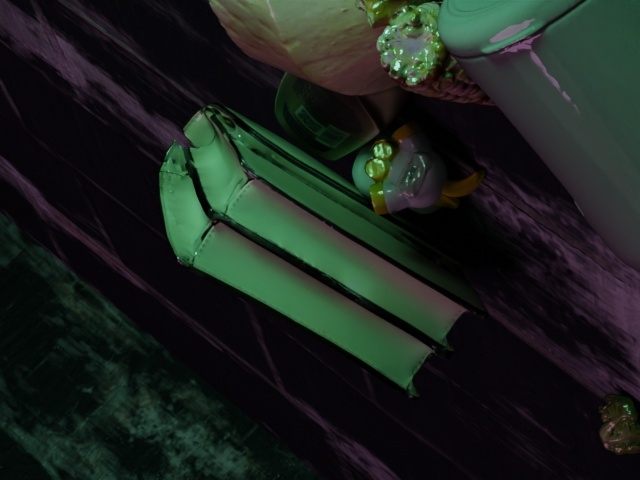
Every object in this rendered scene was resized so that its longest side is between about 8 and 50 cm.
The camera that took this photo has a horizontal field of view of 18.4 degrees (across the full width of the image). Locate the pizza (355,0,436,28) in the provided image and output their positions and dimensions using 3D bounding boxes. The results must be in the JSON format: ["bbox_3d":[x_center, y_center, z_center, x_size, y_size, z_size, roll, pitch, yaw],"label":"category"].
[{"bbox_3d":[0.099,-0.269,1.536,0.127,0.246,0.058,27,-160,-30],"label":"pizza"}]

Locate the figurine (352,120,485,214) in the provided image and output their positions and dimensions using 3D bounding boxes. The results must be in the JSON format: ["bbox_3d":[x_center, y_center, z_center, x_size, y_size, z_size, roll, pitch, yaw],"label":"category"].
[{"bbox_3d":[0.102,-0.065,2.195,0.130,0.109,0.178,17,171,-8],"label":"figurine"}]

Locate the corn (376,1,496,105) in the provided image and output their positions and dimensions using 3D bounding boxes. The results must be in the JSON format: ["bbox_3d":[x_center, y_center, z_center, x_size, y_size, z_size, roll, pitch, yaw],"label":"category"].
[{"bbox_3d":[0.147,-0.154,1.633,0.092,0.092,0.280,37,-159,27],"label":"corn"}]

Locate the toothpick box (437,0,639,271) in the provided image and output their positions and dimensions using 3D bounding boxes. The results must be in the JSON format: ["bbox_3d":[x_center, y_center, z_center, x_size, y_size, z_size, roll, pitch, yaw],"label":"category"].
[{"bbox_3d":[0.266,-0.112,1.491,0.316,0.229,0.229,49,163,-18],"label":"toothpick box"}]

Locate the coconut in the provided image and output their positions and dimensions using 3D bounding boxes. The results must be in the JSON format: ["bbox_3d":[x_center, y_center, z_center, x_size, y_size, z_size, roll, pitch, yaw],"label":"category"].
[{"bbox_3d":[0.022,-0.249,1.700,0.259,0.259,0.259,41,163,15],"label":"coconut"}]

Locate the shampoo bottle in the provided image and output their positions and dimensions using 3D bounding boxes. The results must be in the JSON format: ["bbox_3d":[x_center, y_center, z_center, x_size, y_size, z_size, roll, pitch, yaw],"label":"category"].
[{"bbox_3d":[0.034,-0.173,2.110,0.125,0.084,0.350,42,163,-2],"label":"shampoo bottle"}]

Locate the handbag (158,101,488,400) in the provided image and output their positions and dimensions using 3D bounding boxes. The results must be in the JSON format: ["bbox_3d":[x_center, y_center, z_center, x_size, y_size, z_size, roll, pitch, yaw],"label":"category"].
[{"bbox_3d":[0.000,0.000,2.265,0.358,0.160,0.236,32,-167,-23],"label":"handbag"}]

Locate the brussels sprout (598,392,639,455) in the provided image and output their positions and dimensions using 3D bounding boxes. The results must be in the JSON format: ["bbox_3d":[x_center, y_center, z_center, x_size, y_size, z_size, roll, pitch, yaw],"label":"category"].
[{"bbox_3d":[0.354,0.222,2.327,0.085,0.058,0.085,53,179,1],"label":"brussels sprout"}]
